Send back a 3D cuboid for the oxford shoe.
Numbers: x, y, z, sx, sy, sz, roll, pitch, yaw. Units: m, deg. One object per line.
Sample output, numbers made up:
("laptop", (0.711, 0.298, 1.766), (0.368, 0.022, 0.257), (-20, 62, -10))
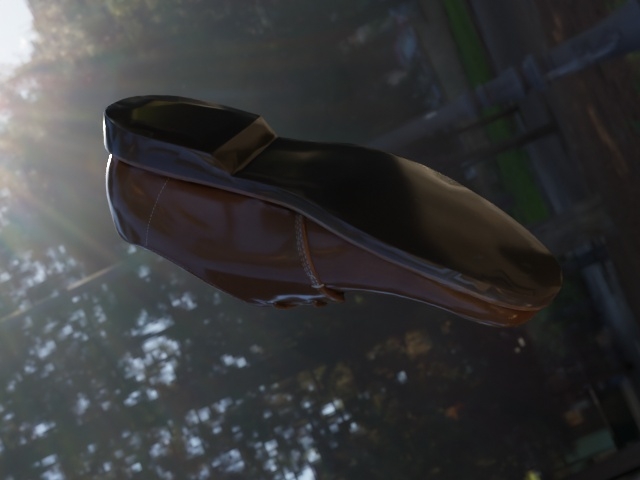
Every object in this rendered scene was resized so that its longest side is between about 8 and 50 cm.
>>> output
("oxford shoe", (0.000, 0.000, 0.481), (0.076, 0.212, 0.076), (-34, -42, -55))
